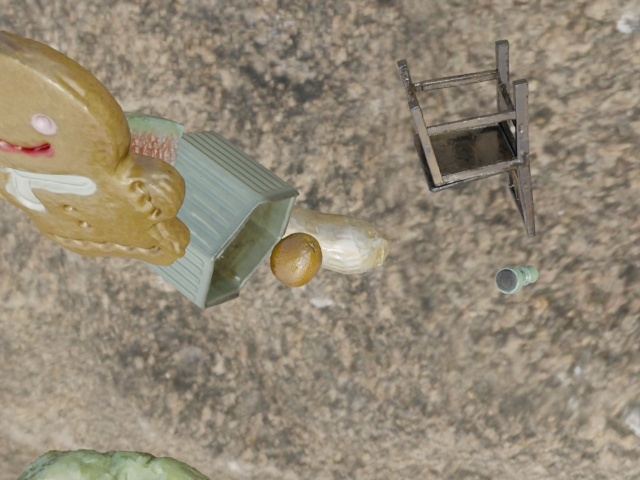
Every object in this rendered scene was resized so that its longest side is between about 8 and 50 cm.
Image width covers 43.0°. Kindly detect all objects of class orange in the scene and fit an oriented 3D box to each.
[{"bbox_3d":[-0.034,0.027,1.170,0.085,0.085,0.085,11,108,36],"label":"orange"}]

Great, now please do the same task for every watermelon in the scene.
[{"bbox_3d":[-0.196,-0.074,0.842,0.121,0.097,0.158,-37,57,56],"label":"watermelon"}]

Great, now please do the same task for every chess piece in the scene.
[{"bbox_3d":[0.432,0.076,1.741,0.059,0.149,0.059,7,101,38],"label":"chess piece"}]

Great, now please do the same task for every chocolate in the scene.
[{"bbox_3d":[0.000,0.000,1.769,0.134,0.309,0.134,-171,90,-79],"label":"chocolate"}]

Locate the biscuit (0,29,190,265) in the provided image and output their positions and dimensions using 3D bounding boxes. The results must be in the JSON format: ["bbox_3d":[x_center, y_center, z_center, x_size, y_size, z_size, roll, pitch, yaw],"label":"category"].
[{"bbox_3d":[-0.192,-0.058,0.593,0.184,0.035,0.249,8,146,18],"label":"biscuit"}]

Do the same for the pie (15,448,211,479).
[{"bbox_3d":[-0.202,0.297,0.715,0.274,0.105,0.257,-39,118,4],"label":"pie"}]

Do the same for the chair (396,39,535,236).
[{"bbox_3d":[0.323,-0.192,1.776,0.240,0.203,0.416,-13,132,3],"label":"chair"}]

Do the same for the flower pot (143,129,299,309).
[{"bbox_3d":[-0.176,-0.037,1.282,0.189,0.209,0.239,38,82,14],"label":"flower pot"}]
